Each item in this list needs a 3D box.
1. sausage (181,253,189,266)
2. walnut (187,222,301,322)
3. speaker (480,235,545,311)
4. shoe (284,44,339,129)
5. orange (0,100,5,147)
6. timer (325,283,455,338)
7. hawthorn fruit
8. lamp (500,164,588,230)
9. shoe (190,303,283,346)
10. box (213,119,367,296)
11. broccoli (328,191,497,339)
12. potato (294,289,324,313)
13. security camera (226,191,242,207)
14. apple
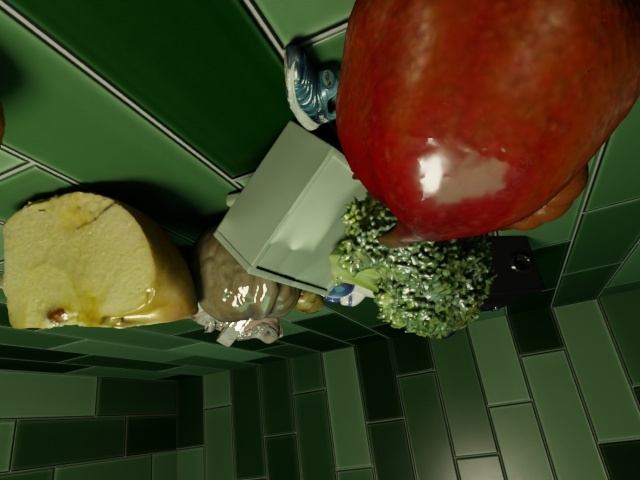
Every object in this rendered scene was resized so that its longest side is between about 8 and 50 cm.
[{"bbox_3d":[-0.272,0.069,1.093,0.419,0.094,0.094,0,-165,-19],"label":"sausage"},{"bbox_3d":[-0.155,0.060,0.946,0.249,0.248,0.248,-7,157,-3],"label":"walnut"},{"bbox_3d":[0.473,0.112,1.322,0.254,0.184,0.232,-2,157,-18],"label":"speaker"},{"bbox_3d":[-0.009,-0.201,0.587,0.071,0.063,0.143,-12,159,13],"label":"shoe"},{"bbox_3d":[-0.449,-0.125,0.469,0.193,0.193,0.161,-18,151,22],"label":"orange"},{"bbox_3d":[0.164,0.105,1.168,0.384,0.270,0.270,7,156,-3],"label":"timer"},{"bbox_3d":[0.153,-0.155,0.446,0.295,0.311,0.295,12,153,6],"label":"hawthorn fruit"},{"bbox_3d":[0.309,-0.117,0.719,0.223,0.196,0.223,16,135,17],"label":"lamp"},{"bbox_3d":[-0.263,0.202,1.274,0.351,0.198,0.172,-1,155,-18],"label":"shoe"},{"bbox_3d":[-0.019,-0.044,0.760,0.225,0.117,0.225,-55,143,7],"label":"box"},{"bbox_3d":[0.144,0.015,0.671,0.235,0.260,0.288,-42,123,-8],"label":"broccoli"},{"bbox_3d":[-0.046,0.207,1.510,0.107,0.080,0.170,-21,155,1],"label":"potato"},{"bbox_3d":[-0.137,-0.081,0.857,0.092,0.058,0.058,-3,159,19],"label":"security camera"},{"bbox_3d":[-0.390,0.064,0.820,0.309,0.252,0.314,-8,132,9],"label":"apple"}]
